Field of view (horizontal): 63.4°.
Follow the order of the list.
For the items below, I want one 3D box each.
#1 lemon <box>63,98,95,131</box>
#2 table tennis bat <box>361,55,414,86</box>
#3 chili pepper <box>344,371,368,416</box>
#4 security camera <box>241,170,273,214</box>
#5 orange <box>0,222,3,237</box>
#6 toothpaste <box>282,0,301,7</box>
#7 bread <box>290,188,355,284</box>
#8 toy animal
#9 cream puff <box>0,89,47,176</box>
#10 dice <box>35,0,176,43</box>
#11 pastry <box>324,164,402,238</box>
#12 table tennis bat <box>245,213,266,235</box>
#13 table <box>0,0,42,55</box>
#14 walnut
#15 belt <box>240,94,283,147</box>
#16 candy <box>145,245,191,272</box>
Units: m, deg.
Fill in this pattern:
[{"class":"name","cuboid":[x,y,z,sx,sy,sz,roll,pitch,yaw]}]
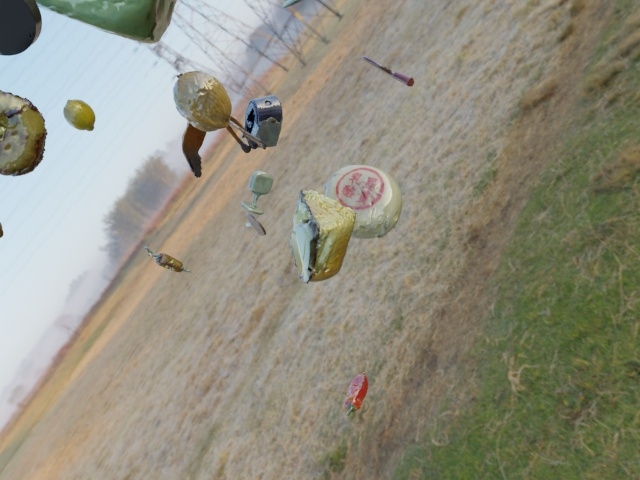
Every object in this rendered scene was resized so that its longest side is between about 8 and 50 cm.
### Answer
[{"class":"lemon","cuboid":[-0.539,-0.280,1.164,0.062,0.083,0.062,-17,39,15]},{"class":"table tennis bat","cuboid":[0.154,-0.383,1.169,0.154,0.098,0.019,44,112,39]},{"class":"chili pepper","cuboid":[0.100,0.437,1.470,0.059,0.050,0.191,-28,12,29]},{"class":"security camera","cuboid":[-0.138,-0.110,1.158,0.058,0.058,0.092,-108,40,-73]},{"class":"orange","cuboid":[-0.780,-0.040,1.143,0.134,0.156,0.156,-26,-3,-31]},{"class":"toothpaste","cuboid":[-0.011,-0.623,1.274,0.197,0.029,0.048,-9,59,34]},{"class":"bread","cuboid":[0.000,0.000,1.372,0.262,0.162,0.204,-106,30,-58]},{"class":"toy animal","cuboid":[-0.296,-0.369,1.529,0.225,0.302,0.284,-23,19,14]},{"class":"cream puff","cuboid":[-0.537,-0.185,0.889,0.149,0.149,0.084,-53,16,10]},{"class":"dice","cuboid":[-0.474,-0.636,1.134,0.330,0.318,0.322,-107,36,-68]},{"class":"pastry","cuboid":[0.134,-0.122,1.648,0.265,0.265,0.133,-59,-19,-14]},{"class":"table tennis bat","cuboid":[-0.215,-0.050,1.666,0.013,0.087,0.156,-43,15,-16]},{"class":"table","cuboid":[-0.592,-0.413,0.956,0.133,0.133,0.043,-50,31,24]},{"class":"walnut","cuboid":[-0.223,-0.262,0.986,0.105,0.124,0.105,-47,7,7]},{"class":"belt","cuboid":[-0.224,-0.439,1.927,0.126,0.140,0.230,-14,-16,-22]},{"class":"candy","cuboid":[-0.527,0.076,1.791,0.053,0.182,0.046,-12,51,60]}]
